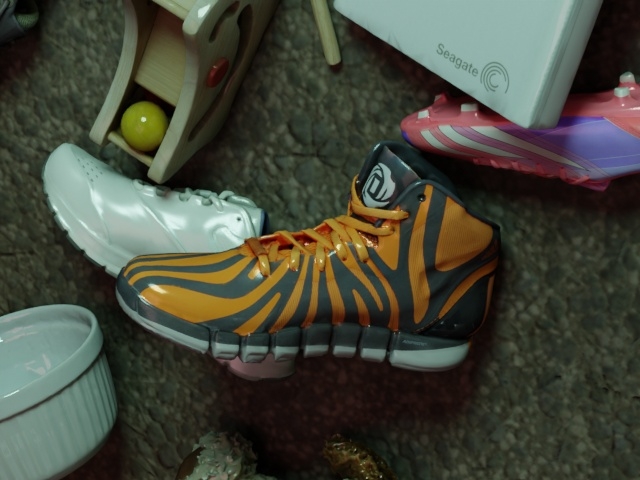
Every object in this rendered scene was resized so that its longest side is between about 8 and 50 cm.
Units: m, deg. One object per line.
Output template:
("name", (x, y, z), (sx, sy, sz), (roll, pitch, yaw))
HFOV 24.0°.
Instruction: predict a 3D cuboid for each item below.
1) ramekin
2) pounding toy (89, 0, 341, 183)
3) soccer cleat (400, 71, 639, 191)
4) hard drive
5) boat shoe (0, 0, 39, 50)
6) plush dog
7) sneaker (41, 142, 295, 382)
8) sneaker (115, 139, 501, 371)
("ramekin", (-0.292, 0.157, 1.435), (0.207, 0.207, 0.109), (-7, 113, 27))
("pounding toy", (-0.081, -0.160, 1.250), (0.155, 0.154, 0.269), (33, 118, 11))
("soccer cleat", (0.183, -0.078, 1.204), (0.248, 0.083, 0.095), (-4, 111, 23))
("hard drive", (0.140, -0.291, 1.116), (0.233, 0.047, 0.353), (39, 123, 38))
("boat shoe", (-0.299, -0.216, 1.365), (0.092, 0.103, 0.285), (21, 121, -20))
("plush dog", (-0.017, 0.301, 1.368), (0.210, 0.262, 0.225), (36, 136, -29))
("sneaker", (-0.118, -0.003, 1.367), (0.297, 0.111, 0.129), (36, 107, 2))
("sneaker", (0.000, 0.000, 1.227), (0.321, 0.124, 0.180), (4, 118, -25))
